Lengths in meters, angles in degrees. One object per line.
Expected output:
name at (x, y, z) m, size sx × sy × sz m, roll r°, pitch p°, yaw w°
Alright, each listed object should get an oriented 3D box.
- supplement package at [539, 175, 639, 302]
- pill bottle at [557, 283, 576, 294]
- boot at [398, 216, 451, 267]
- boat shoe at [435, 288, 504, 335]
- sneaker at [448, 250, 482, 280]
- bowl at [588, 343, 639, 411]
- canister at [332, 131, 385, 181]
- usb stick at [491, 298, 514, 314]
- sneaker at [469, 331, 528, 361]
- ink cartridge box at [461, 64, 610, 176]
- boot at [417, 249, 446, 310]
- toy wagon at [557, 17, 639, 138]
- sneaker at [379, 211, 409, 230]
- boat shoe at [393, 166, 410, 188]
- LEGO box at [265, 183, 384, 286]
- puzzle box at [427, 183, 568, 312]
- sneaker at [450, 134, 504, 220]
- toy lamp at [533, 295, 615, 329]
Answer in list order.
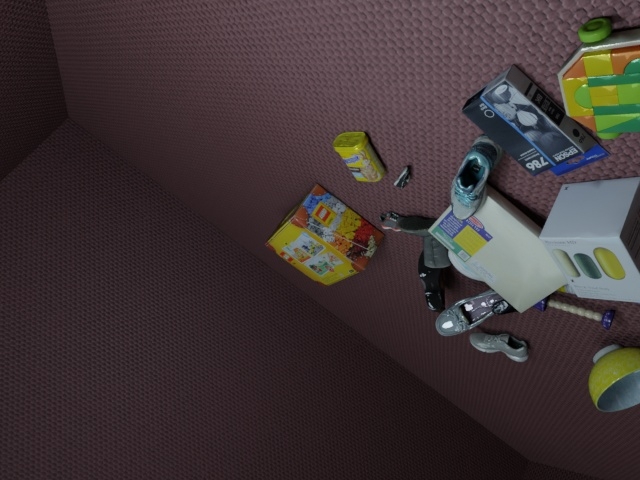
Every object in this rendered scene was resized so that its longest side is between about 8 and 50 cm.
supplement package at (0.743, 0.002, 1.283) m, size 0.262 × 0.198 × 0.199 m, roll 46°, pitch 155°, yaw -27°
pill bottle at (0.790, 0.108, 1.535) m, size 0.215 × 0.117 × 0.117 m, roll 10°, pitch 148°, yaw 42°
boot at (0.393, 0.011, 1.858) m, size 0.190 × 0.076 × 0.208 m, roll 8°, pitch 142°, yaw 22°
boat shoe at (0.589, 0.273, 1.921) m, size 0.103 × 0.320 × 0.118 m, roll 15°, pitch -131°, yaw -66°
sneaker at (0.628, 0.085, 1.702) m, size 0.366 × 0.135 × 0.150 m, roll 23°, pitch 157°, yaw -5°
bowl at (1.081, 0.471, 1.782) m, size 0.289 × 0.290 × 0.156 m, roll 55°, pitch -170°, yaw -41°
canister at (0.135, -0.281, 1.682) m, size 0.126 × 0.073 × 0.170 m, roll 10°, pitch 149°, yaw 44°
usb stick at (0.701, 0.236, 1.804) m, size 0.278 × 0.077 × 0.045 m, roll 6°, pitch -129°, yaw -51°
sneaker at (0.811, 0.455, 2.248) m, size 0.263 × 0.099 × 0.121 m, roll 12°, pitch 142°, yaw 26°
ink cartridge box at (0.524, -0.265, 1.217) m, size 0.333 × 0.065 × 0.165 m, roll 36°, pitch 156°, yaw -9°
boot at (0.482, 0.169, 2.049) m, size 0.096 × 0.264 × 0.280 m, roll -16°, pitch 166°, yaw 17°
toy wagon at (0.651, -0.310, 0.953) m, size 0.344 × 0.068 × 0.267 m, roll 10°, pitch 148°, yaw 44°
sneaker at (0.282, -0.078, 1.910) m, size 0.158 × 0.061 × 0.065 m, roll -1°, pitch 133°, yaw 52°
boat shoe at (0.281, -0.209, 1.665) m, size 0.038 × 0.046 × 0.125 m, roll 32°, pitch 160°, yaw 3°
LEGO box at (0.000, 0.000, 2.256) m, size 0.372 × 0.193 × 0.500 m, roll 37°, pitch 157°, yaw -8°
puzzle box at (0.563, 0.018, 1.550) m, size 0.409 × 0.052 × 0.272 m, roll 43°, pitch 143°, yaw 9°
sneaker at (0.415, -0.161, 1.402) m, size 0.110 × 0.122 × 0.283 m, roll 30°, pitch 139°, yaw 23°
toy lamp at (0.870, 0.238, 1.738) m, size 0.275 × 0.080 × 0.080 m, roll 17°, pitch 152°, yaw 35°
